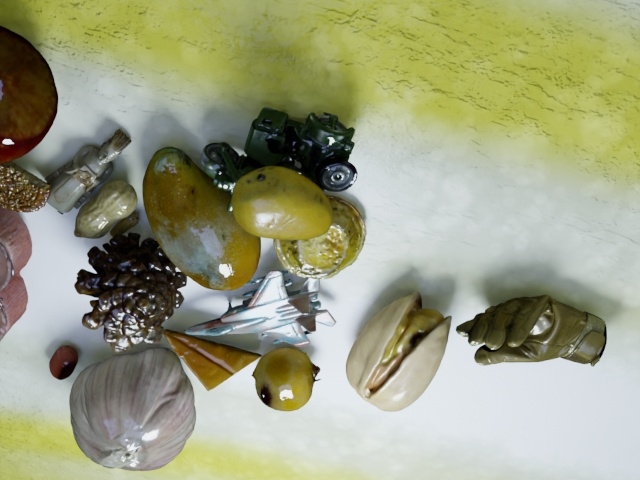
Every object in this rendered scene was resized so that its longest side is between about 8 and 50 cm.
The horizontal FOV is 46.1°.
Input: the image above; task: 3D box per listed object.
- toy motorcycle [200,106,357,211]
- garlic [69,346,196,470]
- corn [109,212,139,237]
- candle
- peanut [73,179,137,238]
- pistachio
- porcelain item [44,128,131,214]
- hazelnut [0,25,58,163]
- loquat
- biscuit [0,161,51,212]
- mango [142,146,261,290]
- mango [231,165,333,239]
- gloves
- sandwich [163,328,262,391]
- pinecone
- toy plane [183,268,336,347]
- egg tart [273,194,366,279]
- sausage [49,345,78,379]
[{"bbox_3d":[-0.071,-0.149,1.362,0.275,0.127,0.205,15,131,-12],"label":"toy motorcycle"},{"bbox_3d":[-0.433,0.395,1.730,0.317,0.259,0.318,1,133,1],"label":"garlic"},{"bbox_3d":[-0.399,-0.033,1.536,0.083,0.027,0.028,-33,140,26],"label":"corn"},{"bbox_3d":[-0.747,0.056,1.573,0.287,0.131,0.317,14,118,1],"label":"candle"},{"bbox_3d":[-0.427,-0.057,1.484,0.082,0.082,0.187,39,121,-24],"label":"peanut"},{"bbox_3d":[0.171,0.248,1.639,0.187,0.188,0.299,24,120,-15],"label":"pistachio"},{"bbox_3d":[-0.445,-0.134,1.444,0.213,0.054,0.084,-34,119,25],"label":"porcelain item"},{"bbox_3d":[-0.569,-0.259,1.276,0.217,0.217,0.252,-23,114,20],"label":"hazelnut"},{"bbox_3d":[-0.079,0.318,1.722,0.163,0.137,0.163,1,109,3],"label":"loquat"},{"bbox_3d":[-0.618,-0.112,1.458,0.206,0.025,0.126,29,132,3],"label":"biscuit"},{"bbox_3d":[-0.235,-0.037,1.450,0.192,0.146,0.316,-21,118,22],"label":"mango"},{"bbox_3d":[-0.063,-0.058,1.311,0.195,0.098,0.137,24,124,-38],"label":"mango"},{"bbox_3d":[0.438,0.189,1.586,0.330,0.141,0.154,8,155,-15],"label":"gloves"},{"bbox_3d":[-0.249,0.231,1.698,0.144,0.117,0.187,-39,93,-13],"label":"sandwich"},{"bbox_3d":[-0.387,0.097,1.528,0.201,0.228,0.203,40,150,28],"label":"pinecone"},{"bbox_3d":[-0.139,0.158,1.623,0.326,0.104,0.223,-9,126,15],"label":"toy plane"},{"bbox_3d":[0.000,0.000,1.486,0.191,0.074,0.191,-1,111,-3],"label":"egg tart"},{"bbox_3d":[-0.609,0.288,1.783,0.054,0.059,0.094,51,126,20],"label":"sausage"}]
